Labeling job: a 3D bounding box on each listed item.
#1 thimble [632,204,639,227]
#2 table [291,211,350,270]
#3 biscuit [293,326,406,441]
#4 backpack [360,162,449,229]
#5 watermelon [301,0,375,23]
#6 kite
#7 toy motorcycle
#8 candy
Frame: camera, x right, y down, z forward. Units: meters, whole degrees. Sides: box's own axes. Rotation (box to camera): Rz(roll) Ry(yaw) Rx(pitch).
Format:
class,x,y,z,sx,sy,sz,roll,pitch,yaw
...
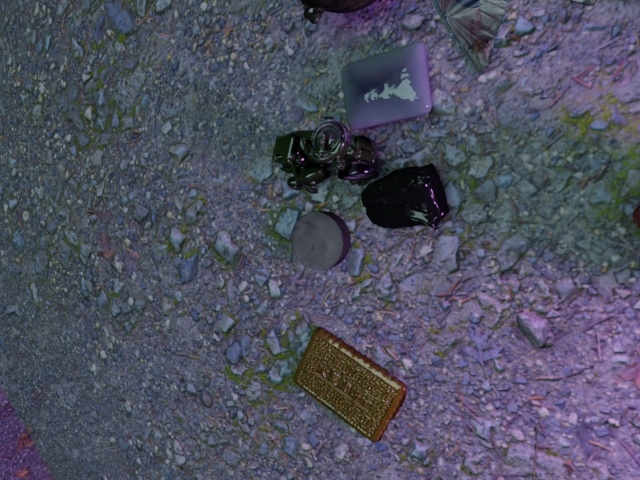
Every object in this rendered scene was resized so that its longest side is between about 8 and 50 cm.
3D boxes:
class,x,y,z,sx,sy,sz,roll,pitch,yaw
thimble,0.558,0.001,0.570,0.162,0.239,0.239,-43,76,24
table,0.000,0.000,0.978,0.134,0.043,0.133,4,98,28
biscuit,0.061,0.336,0.998,0.255,0.029,0.172,30,109,22
backpack,0.164,-0.086,0.844,0.165,0.106,0.120,3,120,44
watermelon,0.042,-0.568,0.747,0.279,0.279,0.359,36,115,20
kite,0.325,-0.465,0.760,0.314,0.011,0.335,24,108,24
toy motorcycle,-0.005,-0.165,0.869,0.275,0.205,0.127,5,93,31
candy,0.129,-0.302,0.852,0.174,0.071,0.138,-6,93,28
